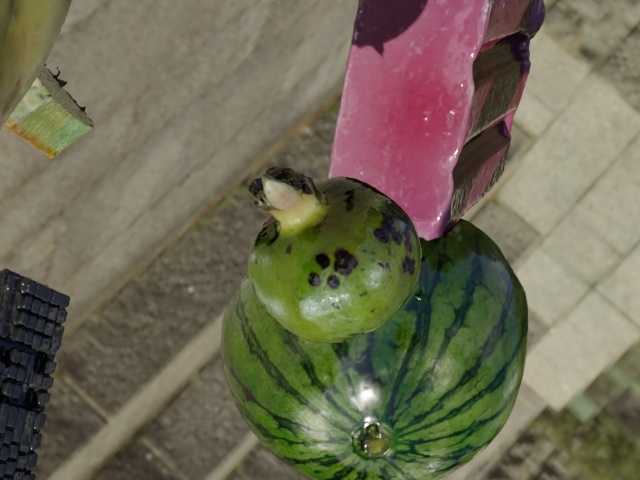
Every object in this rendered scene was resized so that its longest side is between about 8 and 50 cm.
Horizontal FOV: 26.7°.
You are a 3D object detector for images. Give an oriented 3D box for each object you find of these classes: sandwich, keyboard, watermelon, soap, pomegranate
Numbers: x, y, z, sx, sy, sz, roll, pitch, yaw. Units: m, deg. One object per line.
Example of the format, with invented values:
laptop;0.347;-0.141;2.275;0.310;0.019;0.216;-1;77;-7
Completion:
sandwich;-0.265;-0.138;1.158;0.063;0.245;0.212;-36;-146;-1
keyboard;-0.165;0.114;0.691;0.060;0.018;0.195;29;66;-58
watermelon;0.075;0.138;1.364;0.331;0.331;0.189;-52;-146;28
soap;0.125;-0.153;1.349;0.359;0.128;0.233;-35;137;-70
pomegranate;0.000;0.000;0.922;0.122;0.161;0.122;-23;-142;19

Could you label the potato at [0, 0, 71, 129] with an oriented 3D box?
potato;-0.241;-0.069;0.492;0.326;0.221;0.243;-32;-169;20
